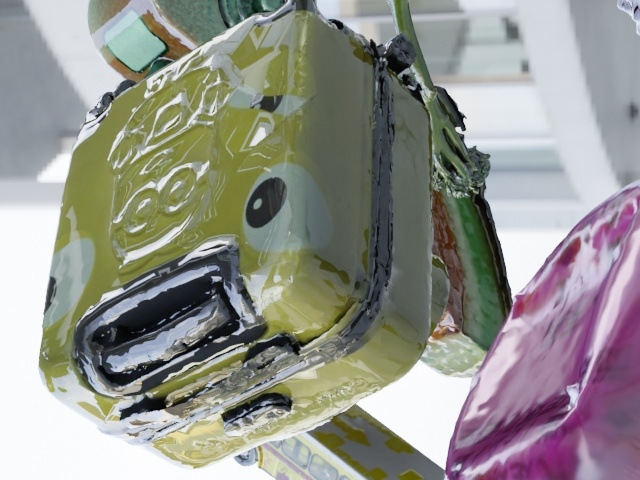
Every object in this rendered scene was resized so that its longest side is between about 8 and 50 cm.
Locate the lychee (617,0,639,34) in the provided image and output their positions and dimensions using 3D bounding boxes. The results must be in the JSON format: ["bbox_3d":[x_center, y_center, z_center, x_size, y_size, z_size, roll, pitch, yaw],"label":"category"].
[{"bbox_3d":[0.407,-0.263,1.383,0.330,0.306,0.306,57,-150,-13],"label":"lychee"}]

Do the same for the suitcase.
[{"bbox_3d":[-0.034,-0.003,0.825,0.143,0.194,0.234,37,-140,-36],"label":"suitcase"}]

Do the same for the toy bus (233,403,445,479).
[{"bbox_3d":[0.000,0.160,1.211,0.081,0.226,0.074,-18,-46,-47],"label":"toy bus"}]

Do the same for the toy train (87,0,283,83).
[{"bbox_3d":[-0.062,-0.237,1.229,0.159,0.129,0.326,40,-119,-14],"label":"toy train"}]

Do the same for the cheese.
[{"bbox_3d":[0.094,0.011,0.411,0.244,0.062,0.155,-63,5,-30],"label":"cheese"}]

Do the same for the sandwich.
[{"bbox_3d":[0.000,0.000,1.159,0.301,0.162,0.250,3,-119,-51],"label":"sandwich"}]

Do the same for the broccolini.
[{"bbox_3d":[0.075,-0.089,1.000,0.194,0.054,0.052,71,-173,-47],"label":"broccolini"}]
